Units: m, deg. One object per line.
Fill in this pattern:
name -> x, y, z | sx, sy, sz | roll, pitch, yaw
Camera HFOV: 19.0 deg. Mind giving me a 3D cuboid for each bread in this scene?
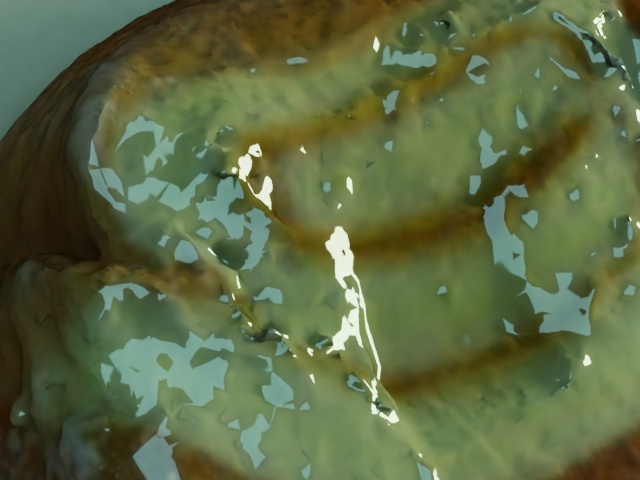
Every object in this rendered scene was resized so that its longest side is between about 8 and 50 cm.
bread -> 0.005, 0.012, 0.511 | 0.244, 0.123, 0.190 | -28, 88, -31
